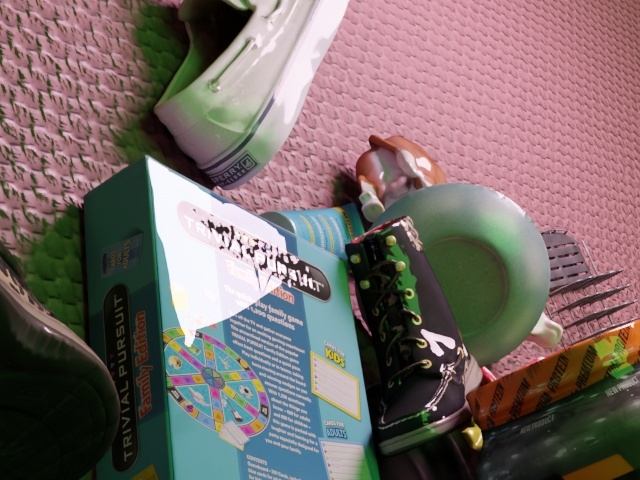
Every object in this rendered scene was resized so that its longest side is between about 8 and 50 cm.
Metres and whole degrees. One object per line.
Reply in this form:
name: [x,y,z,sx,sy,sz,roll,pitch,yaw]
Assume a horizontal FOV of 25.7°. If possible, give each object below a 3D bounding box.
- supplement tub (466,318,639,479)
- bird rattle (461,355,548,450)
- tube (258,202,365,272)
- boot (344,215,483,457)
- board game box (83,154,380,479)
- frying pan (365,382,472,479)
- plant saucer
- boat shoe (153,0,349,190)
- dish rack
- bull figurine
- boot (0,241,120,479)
supplement tub: [0.259,0.249,1.135,0.207,0.207,0.338,-7,71,-58]
bird rattle: [0.187,0.225,1.371,0.253,0.143,0.207,180,-93,-82]
tube: [0.000,0.000,1.359,0.207,0.052,0.080,-1,76,-64]
boot: [0.068,0.081,1.241,0.178,0.085,0.236,66,18,-4]
board game box: [-0.063,0.131,1.107,0.254,0.079,0.336,28,42,-44]
frying pan: [0.086,0.277,1.236,0.197,0.053,0.326,32,40,-41]
plant saucer: [0.130,0.042,1.367,0.195,0.195,0.037,55,7,-10]
boat shoe: [-0.082,-0.218,1.350,0.156,0.136,0.367,43,44,-23]
dish rack: [0.359,0.102,1.788,0.208,0.074,0.271,-6,70,-59]
bull figurine: [0.142,0.021,1.478,0.310,0.101,0.188,49,9,-10]
boot: [-0.266,0.000,0.816,0.284,0.138,0.377,50,-7,28]
